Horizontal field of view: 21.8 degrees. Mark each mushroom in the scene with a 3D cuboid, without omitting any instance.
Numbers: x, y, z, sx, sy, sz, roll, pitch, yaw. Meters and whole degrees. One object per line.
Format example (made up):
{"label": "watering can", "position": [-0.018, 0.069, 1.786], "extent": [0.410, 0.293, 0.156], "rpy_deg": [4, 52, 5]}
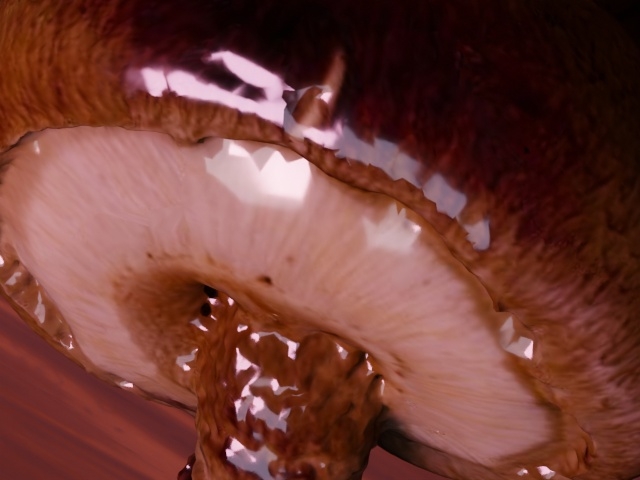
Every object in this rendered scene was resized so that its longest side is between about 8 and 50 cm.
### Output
{"label": "mushroom", "position": [0.005, -0.003, 0.607], "extent": [0.297, 0.163, 0.278], "rpy_deg": [18, 130, 15]}
